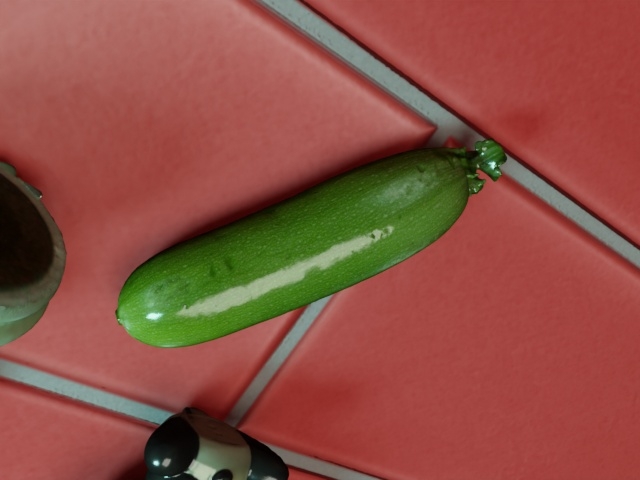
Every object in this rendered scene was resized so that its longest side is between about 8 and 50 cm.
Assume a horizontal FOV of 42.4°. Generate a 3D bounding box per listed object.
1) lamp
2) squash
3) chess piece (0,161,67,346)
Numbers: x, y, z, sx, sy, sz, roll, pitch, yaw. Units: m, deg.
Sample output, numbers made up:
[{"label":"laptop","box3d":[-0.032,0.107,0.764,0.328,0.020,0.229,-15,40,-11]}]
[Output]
[{"label":"lamp","box3d":[-0.148,0.291,0.795,0.197,0.197,0.244,22,99,-32]},{"label":"squash","box3d":[0.000,0.000,0.735,0.378,0.101,0.101,-24,125,-12]},{"label":"chess piece","box3d":[-0.337,0.076,0.613,0.175,0.176,0.298,30,116,-34]}]
